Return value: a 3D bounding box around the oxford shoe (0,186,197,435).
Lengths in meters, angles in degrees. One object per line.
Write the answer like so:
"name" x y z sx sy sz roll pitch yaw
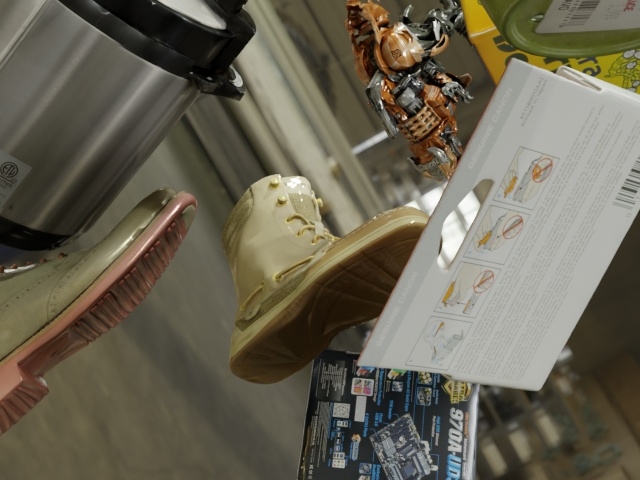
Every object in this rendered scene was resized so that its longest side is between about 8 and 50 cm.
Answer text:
"oxford shoe" -0.312 0.060 1.558 0.146 0.397 0.140 43 -14 14

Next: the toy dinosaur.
"toy dinosaur" 0.121 -0.244 1.812 0.218 0.164 0.322 -33 117 -44

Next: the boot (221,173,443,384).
"boot" 0.000 0.000 1.370 0.095 0.262 0.203 28 36 -34

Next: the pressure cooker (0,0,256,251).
"pressure cooker" -0.299 -0.242 1.548 0.375 0.420 0.370 48 17 26

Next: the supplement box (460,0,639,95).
"supplement box" 0.246 -0.295 1.415 0.194 0.195 0.356 53 22 -44

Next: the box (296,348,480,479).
"box" 0.067 0.217 1.358 0.051 0.175 0.220 92 4 -53

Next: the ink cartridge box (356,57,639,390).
"ink cartridge box" 0.154 -0.011 1.121 0.239 0.275 0.060 12 20 -42

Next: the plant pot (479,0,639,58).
"plant pot" 0.155 -0.272 0.843 0.275 0.275 0.293 47 35 -70
